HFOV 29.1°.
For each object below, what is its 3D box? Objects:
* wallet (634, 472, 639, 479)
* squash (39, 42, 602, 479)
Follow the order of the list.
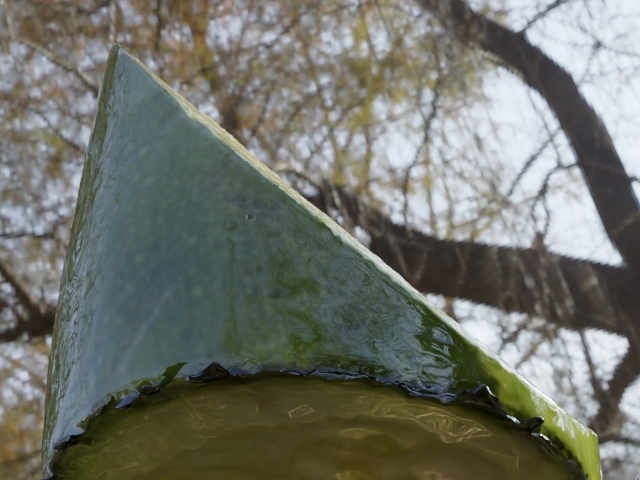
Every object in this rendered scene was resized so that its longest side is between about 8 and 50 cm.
[{"bbox_3d":[0.264,0.253,1.072,0.198,0.031,0.110,-49,-13,-14],"label":"wallet"},{"bbox_3d":[0.000,0.000,0.458,0.189,0.260,0.189,2,-43,2],"label":"squash"}]
